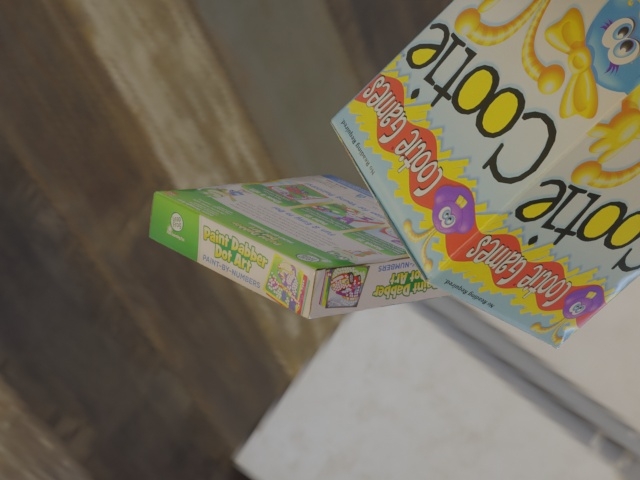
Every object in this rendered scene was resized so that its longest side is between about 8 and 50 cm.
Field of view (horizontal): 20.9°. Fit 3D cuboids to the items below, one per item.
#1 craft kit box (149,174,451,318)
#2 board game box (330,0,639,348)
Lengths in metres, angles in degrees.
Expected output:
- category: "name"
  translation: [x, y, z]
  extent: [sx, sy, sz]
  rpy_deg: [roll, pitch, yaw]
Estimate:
- category: "craft kit box"
  translation: [0.000, 0.000, 1.733]
  extent: [0.246, 0.250, 0.061]
  rpy_deg: [-4, 110, -43]
- category: "board game box"
  translation: [0.167, -0.092, 0.988]
  extent: [0.275, 0.142, 0.144]
  rpy_deg: [-44, 139, 19]
